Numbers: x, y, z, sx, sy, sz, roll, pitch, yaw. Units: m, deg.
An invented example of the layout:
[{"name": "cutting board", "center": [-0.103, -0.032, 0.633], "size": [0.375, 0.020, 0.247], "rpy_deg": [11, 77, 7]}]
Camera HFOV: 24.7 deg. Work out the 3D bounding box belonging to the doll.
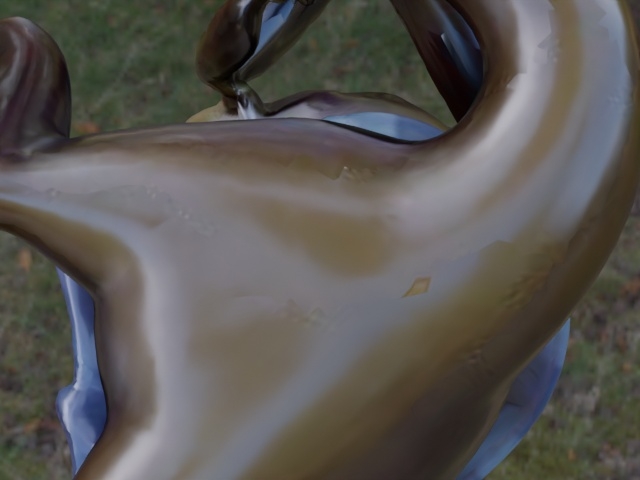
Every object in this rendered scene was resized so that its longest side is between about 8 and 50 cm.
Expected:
[{"name": "doll", "center": [-0.004, -0.002, 0.536], "size": [0.209, 0.317, 0.340], "rpy_deg": [22, 6, 11]}]
